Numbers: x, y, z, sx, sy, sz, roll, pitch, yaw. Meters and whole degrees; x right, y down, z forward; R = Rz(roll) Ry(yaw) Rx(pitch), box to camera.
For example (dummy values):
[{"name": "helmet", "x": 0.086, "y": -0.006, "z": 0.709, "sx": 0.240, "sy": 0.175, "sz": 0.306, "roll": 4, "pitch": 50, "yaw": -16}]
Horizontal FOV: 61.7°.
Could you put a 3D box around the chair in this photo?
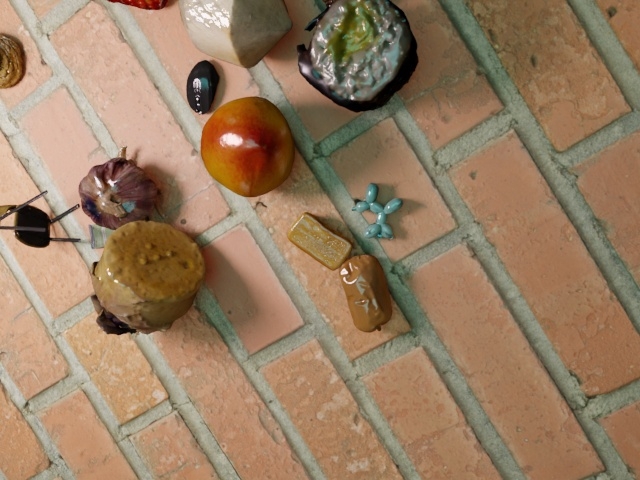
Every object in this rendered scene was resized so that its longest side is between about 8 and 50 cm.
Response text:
[{"name": "chair", "x": -0.960, "y": -0.062, "z": 1.797, "sx": 0.246, "sy": 0.159, "sz": 0.172, "roll": -14, "pitch": 73, "yaw": 15}]

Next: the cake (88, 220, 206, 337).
[{"name": "cake", "x": -0.558, "y": 0.147, "z": 1.698, "sx": 0.332, "sy": 0.332, "sz": 0.321, "roll": 41, "pitch": 128, "yaw": 3}]

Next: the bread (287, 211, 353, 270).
[{"name": "bread", "x": 0.000, "y": 0.000, "z": 1.669, "sx": 0.200, "sy": 0.077, "sz": 0.116, "roll": 35, "pitch": 101, "yaw": 3}]

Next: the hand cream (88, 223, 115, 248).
[{"name": "hand cream", "x": -0.688, "y": -0.015, "z": 1.810, "sx": 0.235, "sy": 0.055, "sz": 0.086, "roll": -1, "pitch": 98, "yaw": 20}]

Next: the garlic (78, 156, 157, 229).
[{"name": "garlic", "x": -0.646, "y": -0.140, "z": 1.683, "sx": 0.245, "sy": 0.160, "sz": 0.245, "roll": 1, "pitch": 102, "yaw": 5}]

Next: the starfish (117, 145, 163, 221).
[{"name": "starfish", "x": -0.638, "y": -0.162, "z": 1.784, "sx": 0.231, "sy": 0.048, "sz": 0.295, "roll": 22, "pitch": 107, "yaw": 2}]

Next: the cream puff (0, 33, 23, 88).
[{"name": "cream puff", "x": -1.098, "y": -0.597, "z": 1.750, "sx": 0.183, "sy": 0.169, "sz": 0.183, "roll": 2, "pitch": 99, "yaw": 12}]

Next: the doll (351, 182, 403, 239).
[{"name": "doll", "x": 0.177, "y": -0.078, "z": 1.634, "sx": 0.159, "sy": 0.059, "sz": 0.158, "roll": 37, "pitch": 101, "yaw": 3}]

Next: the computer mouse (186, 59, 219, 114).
[{"name": "computer mouse", "x": -0.376, "y": -0.482, "z": 1.685, "sx": 0.099, "sy": 0.057, "sz": 0.172, "roll": 11, "pitch": 101, "yaw": 12}]

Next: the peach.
[{"name": "peach", "x": -0.213, "y": -0.278, "z": 1.556, "sx": 0.289, "sy": 0.308, "sz": 0.289, "roll": 0, "pitch": 90, "yaw": 9}]

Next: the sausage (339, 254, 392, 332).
[{"name": "sausage", "x": 0.141, "y": 0.164, "z": 1.641, "sx": 0.136, "sy": 0.120, "sz": 0.241, "roll": -12, "pitch": 95, "yaw": 10}]

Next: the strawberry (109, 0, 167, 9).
[{"name": "strawberry", "x": -0.579, "y": -0.800, "z": 1.630, "sx": 0.244, "sy": 0.205, "sz": 0.205, "roll": 31, "pitch": 103, "yaw": -15}]

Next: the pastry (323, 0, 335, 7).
[{"name": "pastry", "x": 0.097, "y": -0.721, "z": 1.535, "sx": 0.208, "sy": 0.097, "sz": 0.115, "roll": 1, "pitch": 81, "yaw": 9}]

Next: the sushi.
[{"name": "sushi", "x": 0.105, "y": -0.504, "z": 1.471, "sx": 0.299, "sy": 0.294, "sz": 0.281, "roll": -28, "pitch": 95, "yaw": 14}]

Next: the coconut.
[{"name": "coconut", "x": -0.228, "y": -0.641, "z": 1.524, "sx": 0.328, "sy": 0.329, "sz": 0.329, "roll": 1, "pitch": 98, "yaw": 11}]
